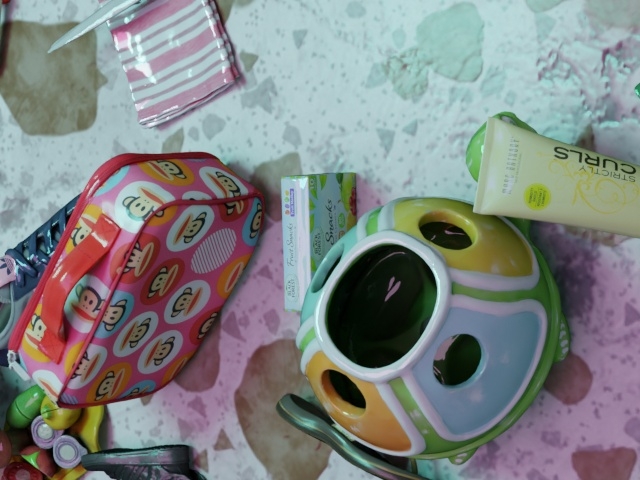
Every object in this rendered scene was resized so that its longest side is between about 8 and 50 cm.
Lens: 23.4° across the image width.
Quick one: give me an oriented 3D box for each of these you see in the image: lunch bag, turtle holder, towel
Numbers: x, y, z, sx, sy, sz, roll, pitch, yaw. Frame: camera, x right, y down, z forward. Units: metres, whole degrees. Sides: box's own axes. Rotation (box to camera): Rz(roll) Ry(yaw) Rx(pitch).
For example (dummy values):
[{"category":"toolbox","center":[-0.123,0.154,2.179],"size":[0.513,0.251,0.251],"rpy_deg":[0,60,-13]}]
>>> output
[{"category":"lunch bag","center":[-0.207,0.046,1.671],"size":[0.120,0.258,0.293],"rpy_deg":[39,113,23]},{"category":"turtle holder","center":[0.121,0.060,1.475],"size":[0.320,0.227,0.243],"rpy_deg":[-34,67,12]},{"category":"towel","center":[-0.180,-0.242,1.764],"size":[0.144,0.029,0.197],"rpy_deg":[-25,81,30]}]

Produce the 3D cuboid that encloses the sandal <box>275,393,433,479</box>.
[{"category":"sandal","center":[0.049,0.210,1.642],"size":[0.219,0.090,0.060],"rpy_deg":[29,87,34]}]

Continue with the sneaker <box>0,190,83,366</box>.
[{"category":"sneaker","center":[-0.317,0.031,1.803],"size":[0.319,0.131,0.112],"rpy_deg":[-53,49,23]}]

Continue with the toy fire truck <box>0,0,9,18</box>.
[{"category":"toy fire truck","center":[-0.446,-0.233,1.913],"size":[0.135,0.047,0.192],"rpy_deg":[-2,103,16]}]

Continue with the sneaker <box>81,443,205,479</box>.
[{"category":"sneaker","center":[-0.202,0.286,1.809],"size":[0.170,0.051,0.089],"rpy_deg":[-8,88,23]}]

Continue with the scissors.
[{"category":"scissors","center":[-0.183,-0.284,1.731],"size":[0.297,0.021,0.109],"rpy_deg":[-45,75,13]}]

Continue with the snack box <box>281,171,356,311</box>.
[{"category":"snack box","center":[0.000,0.000,1.630],"size":[0.037,0.100,0.141],"rpy_deg":[1,95,32]}]

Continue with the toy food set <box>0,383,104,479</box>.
[{"category":"toy food set","center":[-0.356,0.251,1.893],"size":[0.218,0.071,0.128],"rpy_deg":[-41,73,28]}]

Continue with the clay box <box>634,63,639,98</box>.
[{"category":"clay box","center":[0.392,-0.164,1.398],"size":[0.222,0.053,0.127],"rpy_deg":[-44,71,26]}]

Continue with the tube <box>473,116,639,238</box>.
[{"category":"tube","center":[0.258,-0.041,1.407],"size":[0.240,0.070,0.062],"rpy_deg":[14,123,-8]}]
